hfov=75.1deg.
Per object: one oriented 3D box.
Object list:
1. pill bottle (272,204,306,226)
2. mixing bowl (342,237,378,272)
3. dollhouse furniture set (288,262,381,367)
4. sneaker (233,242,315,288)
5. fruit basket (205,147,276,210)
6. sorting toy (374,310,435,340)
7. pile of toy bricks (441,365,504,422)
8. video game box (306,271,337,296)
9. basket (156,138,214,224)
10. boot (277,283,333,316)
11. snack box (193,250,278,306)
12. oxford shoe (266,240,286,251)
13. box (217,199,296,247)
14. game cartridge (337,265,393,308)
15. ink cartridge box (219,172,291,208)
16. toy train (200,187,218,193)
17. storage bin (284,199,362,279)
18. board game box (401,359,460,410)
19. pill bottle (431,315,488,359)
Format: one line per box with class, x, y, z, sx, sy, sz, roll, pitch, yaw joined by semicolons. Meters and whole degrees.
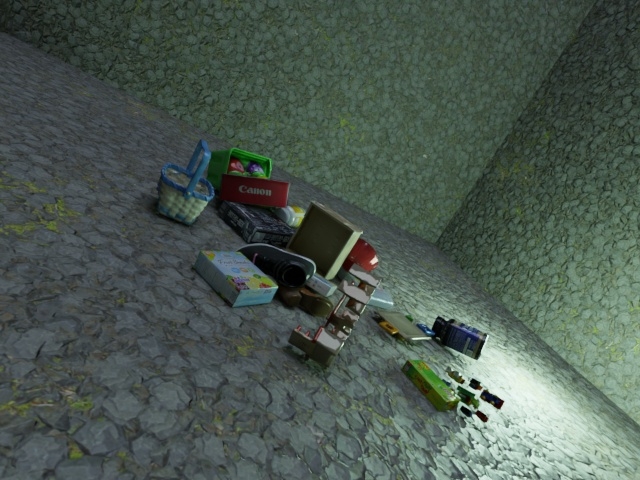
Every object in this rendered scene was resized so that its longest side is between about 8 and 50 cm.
pill bottle;-0.166;-0.125;2.158;0.117;0.117;0.208;35;16;17
mixing bowl;0.155;0.086;1.847;0.181;0.181;0.098;35;53;18
dollhouse furniture set;0.035;0.219;1.207;0.135;0.262;0.259;30;46;9
sneaker;-0.163;0.082;1.406;0.296;0.104;0.147;12;10;0
fruit basket;-0.364;-0.314;2.184;0.392;0.283;0.392;13;7;-2
sorting toy;0.324;0.352;1.673;0.348;0.047;0.196;14;18;-47
pile of toy bricks;0.494;0.522;1.374;0.212;0.118;0.105;23;-24;49
video game box;-0.033;0.144;1.586;0.187;0.048;0.205;30;0;10
basket;-0.486;-0.224;1.541;0.201;0.289;0.255;28;11;-26
boot;-0.056;0.186;1.452;0.197;0.073;0.152;24;12;-30
snack box;-0.263;0.114;1.295;0.207;0.070;0.174;36;17;28
oxford shoe;-0.158;0.071;1.611;0.096;0.083;0.227;29;15;-20
box;-0.269;-0.069;1.863;0.242;0.076;0.307;39;17;30
game cartridge;0.187;0.198;1.905;0.196;0.060;0.294;15;21;-34
ink cartridge box;-0.309;-0.232;1.933;0.309;0.130;0.272;6;7;-14
toy train;-0.545;-0.239;1.998;0.036;0.027;0.158;23;13;16
storage bin;0.000;0.000;1.784;0.260;0.262;0.123;36;15;21
board game box;0.358;0.468;1.357;0.092;0.043;0.181;16;20;-43
pill bottle;0.594;0.414;1.793;0.219;0.123;0.123;23;11;25
